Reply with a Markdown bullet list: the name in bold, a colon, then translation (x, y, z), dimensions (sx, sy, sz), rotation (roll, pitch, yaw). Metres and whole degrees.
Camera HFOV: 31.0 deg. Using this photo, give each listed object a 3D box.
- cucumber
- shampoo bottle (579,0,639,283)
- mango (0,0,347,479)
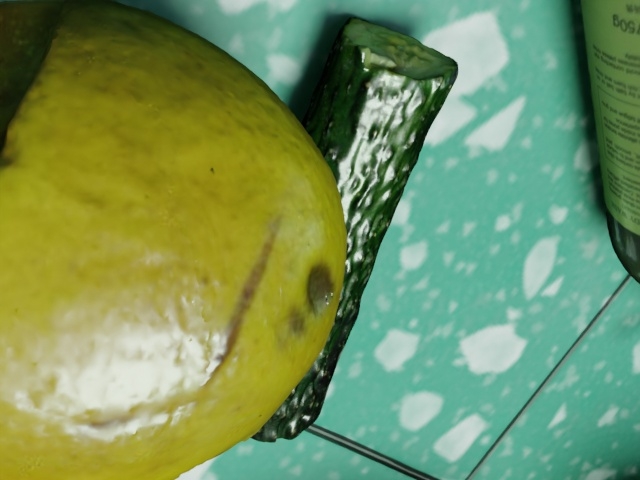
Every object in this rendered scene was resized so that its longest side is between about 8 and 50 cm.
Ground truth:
- **cucumber**: translation (-0.001, 0.000, 0.500), dimensions (0.058, 0.058, 0.187), rotation (9, 112, -32)
- **shampoo bottle**: translation (0.182, -0.044, 0.544), dimensions (0.101, 0.101, 0.284), rotation (-27, 127, -12)
- **mango**: translation (-0.120, 0.004, 0.387), dimensions (0.261, 0.130, 0.167), rotation (-7, 93, -16)
